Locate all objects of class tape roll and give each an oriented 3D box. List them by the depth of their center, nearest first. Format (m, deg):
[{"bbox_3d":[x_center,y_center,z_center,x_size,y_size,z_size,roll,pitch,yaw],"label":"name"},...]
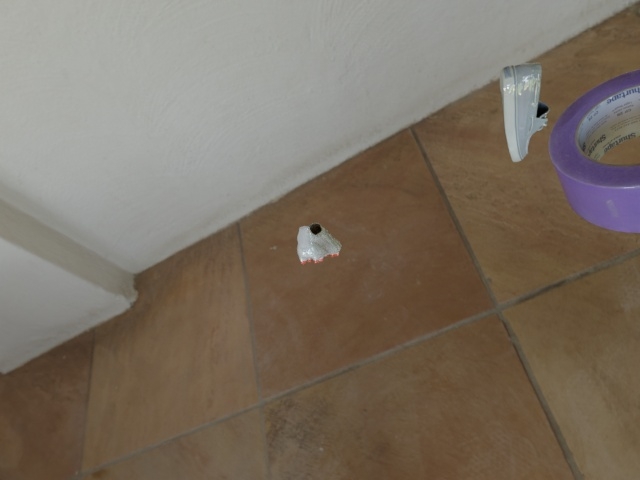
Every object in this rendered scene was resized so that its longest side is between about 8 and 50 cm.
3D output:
[{"bbox_3d":[0.371,-0.107,0.551,0.188,0.080,0.189,-25,39,22],"label":"tape roll"}]

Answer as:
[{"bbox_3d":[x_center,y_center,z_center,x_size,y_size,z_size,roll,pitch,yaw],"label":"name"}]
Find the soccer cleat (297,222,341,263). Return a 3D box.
[{"bbox_3d":[0.000,0.000,0.994,0.068,0.196,0.076,-4,93,15],"label":"soccer cleat"}]

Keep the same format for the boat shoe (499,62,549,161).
[{"bbox_3d":[0.387,-0.233,0.903,0.081,0.228,0.080,-7,55,21],"label":"boat shoe"}]
